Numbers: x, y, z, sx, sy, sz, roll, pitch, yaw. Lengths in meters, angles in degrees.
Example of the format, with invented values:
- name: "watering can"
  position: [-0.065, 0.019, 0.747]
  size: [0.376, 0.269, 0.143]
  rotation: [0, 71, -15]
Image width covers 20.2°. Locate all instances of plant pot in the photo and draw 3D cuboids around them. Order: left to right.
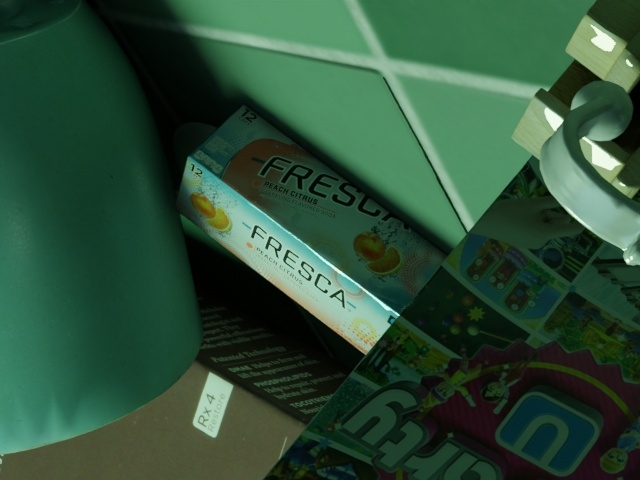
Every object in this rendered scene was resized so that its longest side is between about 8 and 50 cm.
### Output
- name: "plant pot"
  position: [-0.230, -0.035, 1.134]
  size: [0.293, 0.293, 0.235]
  rotation: [20, 123, 42]

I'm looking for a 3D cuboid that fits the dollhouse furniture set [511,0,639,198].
- name: "dollhouse furniture set"
  position: [0.160, -0.088, 0.548]
  size: [0.101, 0.161, 0.182]
  rotation: [38, 159, 7]

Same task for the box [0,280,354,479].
- name: "box"
  position: [-0.077, 0.160, 1.324]
  size: [0.381, 0.191, 0.143]
  rotation: [27, -162, 33]

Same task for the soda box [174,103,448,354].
- name: "soda box"
  position: [0.000, 0.000, 1.100]
  size: [0.183, 0.058, 0.063]
  rotation: [37, 147, 9]

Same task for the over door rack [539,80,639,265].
- name: "over door rack"
  position: [0.257, -0.027, 0.478]
  size: [0.324, 0.108, 0.239]
  rotation: [31, 130, -5]

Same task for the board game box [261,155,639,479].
- name: "board game box"
  position: [0.127, 0.104, 0.771]
  size: [0.224, 0.303, 0.097]
  rotation: [27, 154, 30]

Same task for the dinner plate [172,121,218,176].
- name: "dinner plate"
  position: [-0.048, -0.023, 1.204]
  size: [0.141, 0.017, 0.141]
  rotation: [33, 157, 16]
